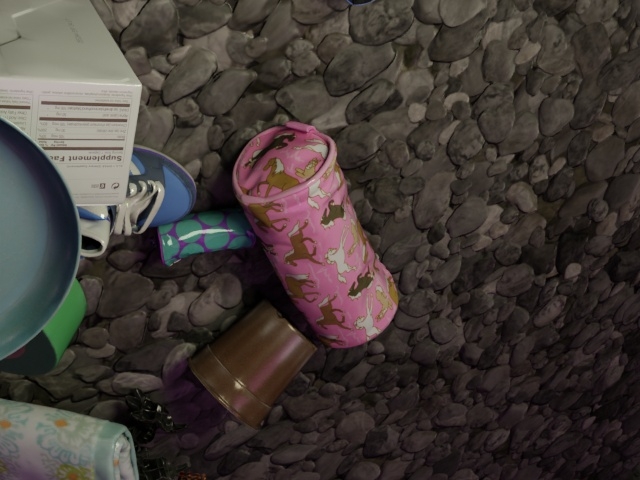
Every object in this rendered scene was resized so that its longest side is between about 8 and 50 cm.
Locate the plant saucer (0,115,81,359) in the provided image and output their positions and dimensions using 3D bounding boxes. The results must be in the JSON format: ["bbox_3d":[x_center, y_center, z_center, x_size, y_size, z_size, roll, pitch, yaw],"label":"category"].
[{"bbox_3d":[-0.388,-0.001,0.813,0.317,0.044,0.318,-10,124,-16],"label":"plant saucer"}]

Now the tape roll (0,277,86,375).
[{"bbox_3d":[-0.437,0.043,1.021,0.321,0.321,0.077,59,43,-44],"label":"tape roll"}]

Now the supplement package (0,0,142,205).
[{"bbox_3d":[-0.332,-0.163,0.938,0.204,0.262,0.145,-3,125,-28],"label":"supplement package"}]

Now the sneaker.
[{"bbox_3d":[-0.273,-0.032,1.094,0.322,0.236,0.130,15,115,-38],"label":"sneaker"}]

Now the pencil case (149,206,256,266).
[{"bbox_3d":[-0.173,-0.006,1.295,0.151,0.064,0.070,-12,117,-23],"label":"pencil case"}]

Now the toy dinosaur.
[{"bbox_3d":[-0.335,0.372,1.467,0.322,0.164,0.218,1,145,-50],"label":"toy dinosaur"}]

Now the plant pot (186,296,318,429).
[{"bbox_3d":[-0.103,0.194,1.436,0.165,0.167,0.167,-45,134,-2],"label":"plant pot"}]

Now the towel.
[{"bbox_3d":[-0.432,0.386,1.320,0.320,0.090,0.374,8,127,7],"label":"towel"}]

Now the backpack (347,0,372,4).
[{"bbox_3d":[0.051,-0.372,1.129,0.105,0.084,0.114,-23,129,-15],"label":"backpack"}]

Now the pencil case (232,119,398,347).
[{"bbox_3d":[0.000,0.000,1.340,0.160,0.167,0.386,-17,136,10],"label":"pencil case"}]
